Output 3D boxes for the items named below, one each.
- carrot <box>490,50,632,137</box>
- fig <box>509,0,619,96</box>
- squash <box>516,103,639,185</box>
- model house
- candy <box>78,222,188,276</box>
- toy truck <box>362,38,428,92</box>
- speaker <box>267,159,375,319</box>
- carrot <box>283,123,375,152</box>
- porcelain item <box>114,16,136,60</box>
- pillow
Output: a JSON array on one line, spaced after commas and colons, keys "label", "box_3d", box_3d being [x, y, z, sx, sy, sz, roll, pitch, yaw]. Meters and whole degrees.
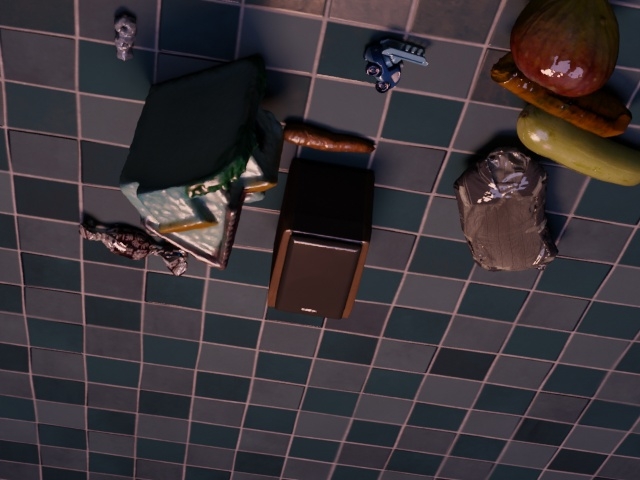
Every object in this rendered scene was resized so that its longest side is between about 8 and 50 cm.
[{"label": "carrot", "box_3d": [0.369, -0.222, 1.880, 0.260, 0.070, 0.070, 20, 143, -31]}, {"label": "fig", "box_3d": [0.369, -0.318, 1.739, 0.143, 0.160, 0.231, 19, 108, -53]}, {"label": "squash", "box_3d": [0.418, -0.152, 1.989, 0.250, 0.083, 0.083, 22, 141, -25]}, {"label": "model house", "box_3d": [-0.151, -0.100, 1.963, 0.230, 0.280, 0.249, -12, 135, 25]}, {"label": "candy", "box_3d": [-0.356, 0.014, 2.348, 0.226, 0.051, 0.094, 21, 144, -21]}, {"label": "toy truck", "box_3d": [0.115, -0.273, 1.887, 0.090, 0.056, 0.073, -21, 132, 14]}, {"label": "speaker", "box_3d": [0.000, 0.000, 2.167, 0.153, 0.192, 0.231, 10, 140, -4]}, {"label": "carrot", "box_3d": [0.014, -0.165, 2.064, 0.165, 0.036, 0.036, 12, 144, -12]}, {"label": "porcelain item", "box_3d": [-0.301, -0.314, 1.902, 0.036, 0.028, 0.083, 9, 143, -1]}, {"label": "pillow", "box_3d": [0.324, -0.043, 2.140, 0.161, 0.093, 0.335, -9, 142, 11]}]
